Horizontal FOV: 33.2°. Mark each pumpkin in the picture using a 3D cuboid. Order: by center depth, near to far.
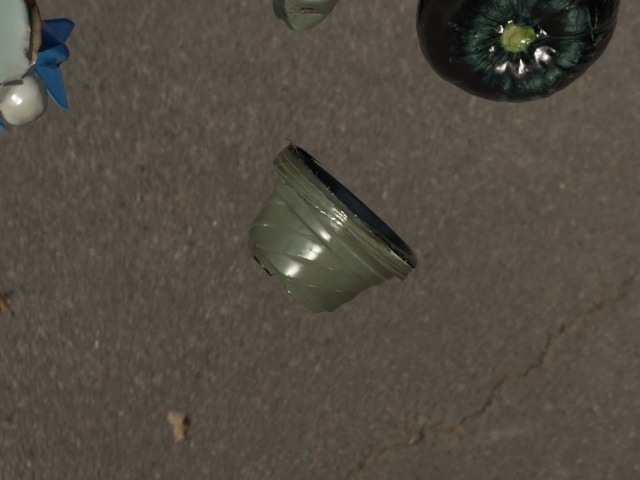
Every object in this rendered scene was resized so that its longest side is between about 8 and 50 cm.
[{"bbox_3d":[0.299,-0.368,1.626,0.315,0.315,0.238,24,40,-3],"label":"pumpkin"}]

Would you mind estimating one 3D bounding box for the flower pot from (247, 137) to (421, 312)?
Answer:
[{"bbox_3d":[0.000,0.000,1.346,0.235,0.235,0.140,44,94,9],"label":"flower pot"}]

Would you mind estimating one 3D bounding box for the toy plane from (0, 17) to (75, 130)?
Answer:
[{"bbox_3d":[-0.363,-0.245,1.118,0.271,0.105,0.254,35,45,-50],"label":"toy plane"}]

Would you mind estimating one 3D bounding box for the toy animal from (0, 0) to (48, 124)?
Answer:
[{"bbox_3d":[-0.157,-0.071,0.443,0.085,0.124,0.071,28,64,-25],"label":"toy animal"}]

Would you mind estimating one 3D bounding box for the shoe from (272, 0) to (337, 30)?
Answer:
[{"bbox_3d":[-0.017,-0.440,1.878,0.103,0.251,0.100,39,51,-6],"label":"shoe"}]
